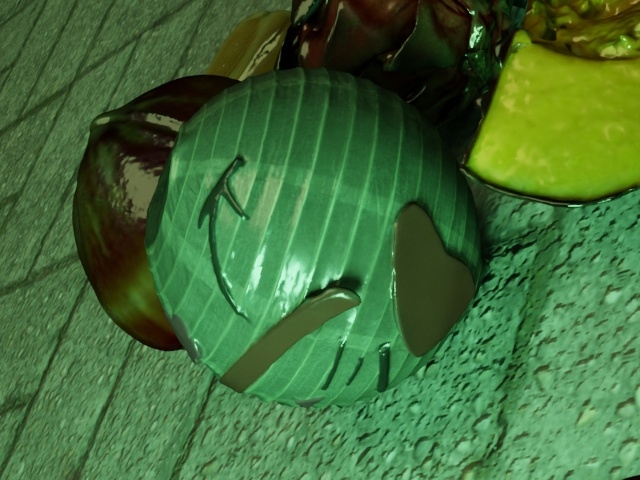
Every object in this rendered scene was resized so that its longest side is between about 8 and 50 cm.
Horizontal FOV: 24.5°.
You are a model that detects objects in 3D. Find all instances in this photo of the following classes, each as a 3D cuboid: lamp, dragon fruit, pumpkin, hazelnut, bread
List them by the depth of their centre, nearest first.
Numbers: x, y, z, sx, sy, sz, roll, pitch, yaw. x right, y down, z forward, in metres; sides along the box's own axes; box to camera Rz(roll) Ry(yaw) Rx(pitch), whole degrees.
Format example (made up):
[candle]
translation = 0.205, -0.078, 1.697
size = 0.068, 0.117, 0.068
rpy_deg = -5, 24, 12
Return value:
[pumpkin]
translation = 0.213, -0.134, 0.918
size = 0.169, 0.148, 0.312
rpy_deg = 11, 73, 22
[lamp]
translation = 0.000, 0.000, 0.984
size = 0.233, 0.233, 0.265
rpy_deg = -62, 4, -13
[dragon fruit]
translation = 0.061, -0.160, 1.129
size = 0.182, 0.182, 0.188
rpy_deg = -32, 28, 41
[hazelnut]
translation = -0.102, -0.028, 1.214
size = 0.229, 0.229, 0.229
rpy_deg = -42, 28, 29
[bread]
translation = -0.098, -0.085, 1.415
size = 0.305, 0.091, 0.142
rpy_deg = -58, 17, -3

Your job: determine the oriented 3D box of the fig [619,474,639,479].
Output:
[fig]
translation = 0.181, 0.201, 0.506
size = 0.190, 0.191, 0.290
rpy_deg = -41, 46, 30
